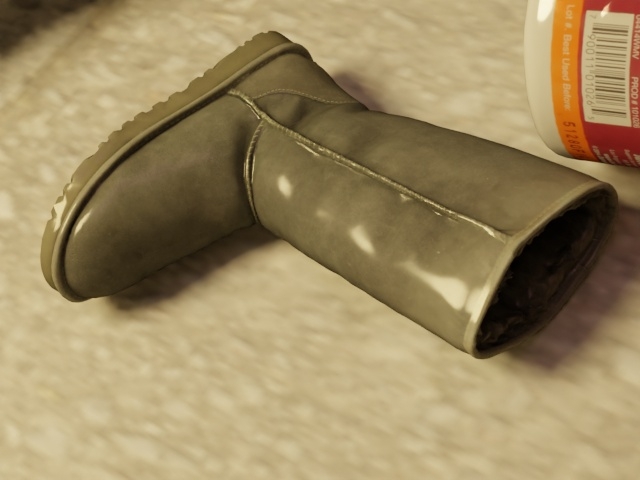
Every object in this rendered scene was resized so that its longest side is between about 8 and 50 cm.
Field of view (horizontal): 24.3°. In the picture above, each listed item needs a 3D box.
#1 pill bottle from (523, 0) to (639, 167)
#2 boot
[{"bbox_3d":[0.205,-0.080,0.608,0.221,0.121,0.121,10,58,27],"label":"pill bottle"},{"bbox_3d":[-0.001,0.000,0.669,0.208,0.076,0.189,37,74,31],"label":"boot"}]
